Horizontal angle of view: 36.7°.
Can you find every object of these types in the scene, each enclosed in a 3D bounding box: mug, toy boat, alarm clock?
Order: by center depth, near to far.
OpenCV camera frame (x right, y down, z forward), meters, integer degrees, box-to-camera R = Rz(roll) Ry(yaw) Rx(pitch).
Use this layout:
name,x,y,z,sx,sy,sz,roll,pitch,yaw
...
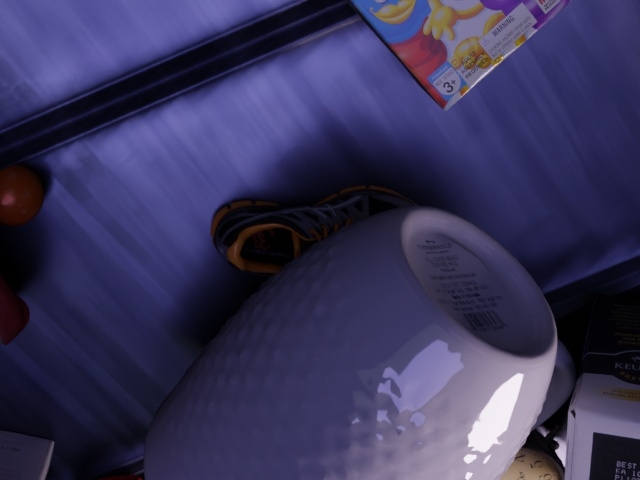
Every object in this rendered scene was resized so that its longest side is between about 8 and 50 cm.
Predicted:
name,x,y,z,sx,sy,sz,roll,pitch,yaw
mug,0.076,0.145,0.884,0.374,0.276,0.328,11,131,-37
toy boat,-0.329,-0.021,0.902,0.151,0.151,0.231,-37,112,-23
alarm clock,0.186,0.273,1.073,0.192,0.064,0.129,-19,111,-1

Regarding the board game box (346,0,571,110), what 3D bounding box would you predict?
name,x,y,z,sx,sy,sz,roll,pitch,yaw
board game box,0.060,-0.270,0.823,0.142,0.144,0.275,-41,109,9

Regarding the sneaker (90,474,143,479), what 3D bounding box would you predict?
name,x,y,z,sx,sy,sz,roll,pitch,yaw
sneaker,-0.259,0.341,1.063,0.221,0.087,0.128,-41,100,-3

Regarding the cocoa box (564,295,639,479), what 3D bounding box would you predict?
name,x,y,z,sx,sy,sz,roll,pitch,yaw
cocoa box,0.412,0.215,0.898,0.347,0.228,0.231,6,115,18

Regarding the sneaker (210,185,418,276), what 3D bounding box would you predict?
name,x,y,z,sx,sy,sz,roll,pitch,yaw
sneaker,0.000,0.000,0.949,0.214,0.083,0.084,-7,109,-4

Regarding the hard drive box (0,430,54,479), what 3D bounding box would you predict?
name,x,y,z,sx,sy,sz,roll,pitch,yaw
hard drive box,-0.375,0.274,0.938,0.181,0.232,0.089,13,108,-9
